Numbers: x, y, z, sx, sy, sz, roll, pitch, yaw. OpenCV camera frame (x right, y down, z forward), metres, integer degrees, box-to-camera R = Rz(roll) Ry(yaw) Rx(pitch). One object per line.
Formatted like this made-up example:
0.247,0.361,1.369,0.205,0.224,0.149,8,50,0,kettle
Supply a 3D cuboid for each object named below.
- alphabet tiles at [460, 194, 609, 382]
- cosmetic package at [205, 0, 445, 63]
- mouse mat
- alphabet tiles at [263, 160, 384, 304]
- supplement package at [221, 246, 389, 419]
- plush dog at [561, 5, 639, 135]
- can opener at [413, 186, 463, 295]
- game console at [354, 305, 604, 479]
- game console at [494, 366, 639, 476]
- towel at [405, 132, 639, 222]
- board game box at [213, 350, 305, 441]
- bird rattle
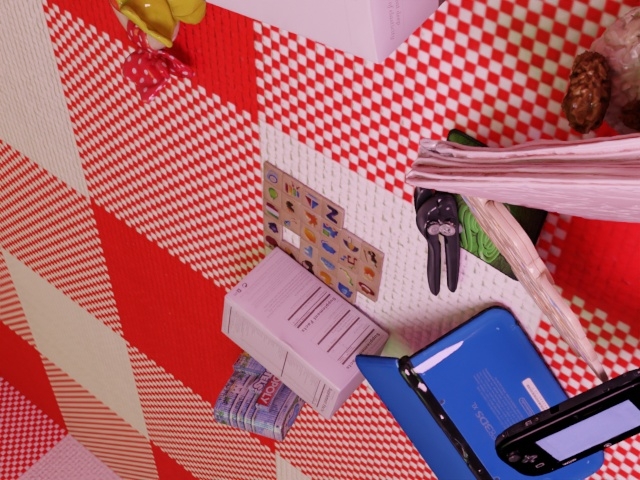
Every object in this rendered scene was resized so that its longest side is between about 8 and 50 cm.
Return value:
0.229,0.024,1.040,0.284,0.021,0.278,48,-172,-49,alphabet tiles
-0.054,-0.363,0.991,0.385,0.156,0.217,27,148,32,cosmetic package
0.210,-0.041,1.175,0.152,0.007,0.190,33,146,22,mouse mat
0.000,0.000,1.469,0.237,0.009,0.198,33,145,22,alphabet tiles
-0.029,0.155,1.545,0.244,0.134,0.139,38,151,13,supplement package
0.311,-0.162,0.758,0.225,0.262,0.211,-34,64,49,plush dog
0.163,0.005,1.236,0.059,0.073,0.186,-9,131,8,can opener
0.228,0.247,1.375,0.293,0.250,0.173,55,-171,-12,game console
0.362,0.169,0.978,0.361,0.044,0.213,-31,126,22,game console
0.296,-0.050,0.815,0.317,0.331,0.054,5,90,49,towel
-0.073,0.269,1.718,0.194,0.194,0.060,9,135,26,board game box
-0.243,-0.335,1.332,0.207,0.143,0.253,58,162,5,bird rattle
